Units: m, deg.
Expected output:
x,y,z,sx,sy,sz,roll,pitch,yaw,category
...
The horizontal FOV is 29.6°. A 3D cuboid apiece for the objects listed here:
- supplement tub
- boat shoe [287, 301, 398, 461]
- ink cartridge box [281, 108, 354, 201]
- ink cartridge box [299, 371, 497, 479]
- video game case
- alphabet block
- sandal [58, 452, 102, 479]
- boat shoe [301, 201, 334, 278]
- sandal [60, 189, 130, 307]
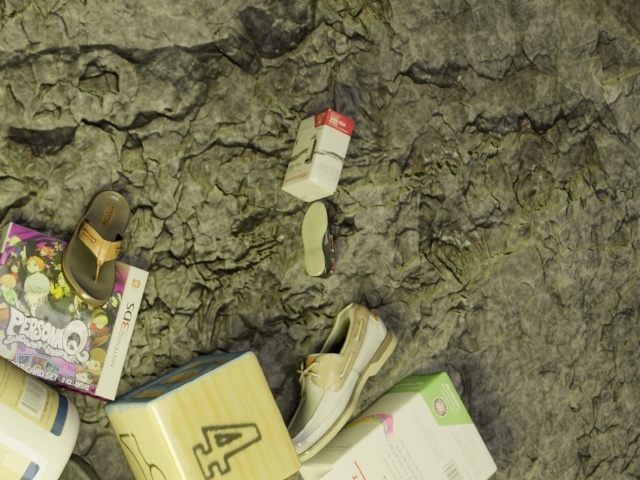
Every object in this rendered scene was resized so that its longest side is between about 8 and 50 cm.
x,y,z,sx,sy,sz,roll,pitch,yaw,category
-0.508,0.236,1.611,0.316,0.228,0.228,38,65,-21,supplement tub
0.011,0.231,2.003,0.103,0.113,0.302,48,51,-15,boat shoe
-0.005,-0.143,2.052,0.056,0.099,0.135,25,70,-26,ink cartridge box
0.106,0.399,2.020,0.353,0.119,0.207,-34,100,-32,ink cartridge box
-0.390,0.109,1.811,0.232,0.042,0.210,23,69,-26,video game case
-0.179,0.295,1.824,0.193,0.192,0.197,-25,96,-30,alphabet block
-0.291,0.494,1.761,0.107,0.168,0.445,-41,114,-54,sandal
-0.002,0.000,2.067,0.042,0.049,0.133,24,60,-56,boat shoe
-0.325,0.001,1.817,0.090,0.060,0.219,32,45,-18,sandal
